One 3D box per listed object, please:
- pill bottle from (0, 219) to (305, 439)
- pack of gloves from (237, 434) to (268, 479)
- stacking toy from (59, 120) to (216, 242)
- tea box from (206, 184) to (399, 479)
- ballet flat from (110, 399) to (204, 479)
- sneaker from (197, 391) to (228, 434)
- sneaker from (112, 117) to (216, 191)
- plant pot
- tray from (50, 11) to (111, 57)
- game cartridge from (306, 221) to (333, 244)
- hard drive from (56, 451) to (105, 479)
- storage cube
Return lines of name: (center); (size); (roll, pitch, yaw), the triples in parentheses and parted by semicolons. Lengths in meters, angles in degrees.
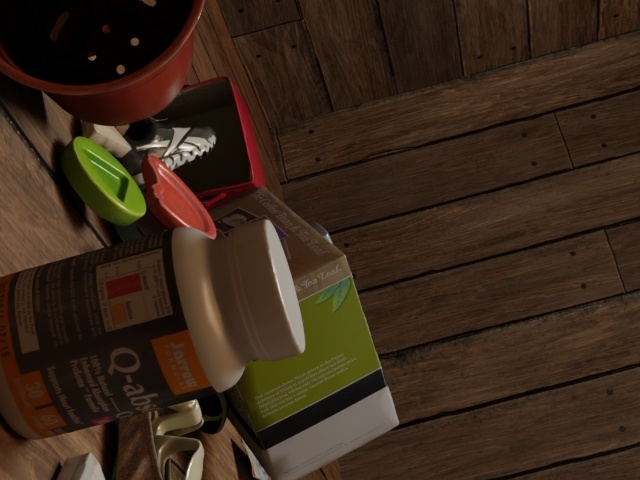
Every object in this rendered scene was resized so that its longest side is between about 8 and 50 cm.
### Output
pill bottle: (-0.165, 0.079, 1.148); (0.162, 0.278, 0.162); (-15, 90, -85)
pack of gloves: (-0.113, 0.475, 2.247); (0.232, 0.046, 0.195); (73, -8, -69)
stacking toy: (-0.271, -0.019, 1.646); (0.279, 0.130, 0.309); (45, 13, -21)
tea box: (-0.077, 0.137, 1.880); (0.329, 0.220, 0.323); (40, -29, 59)
ballet flat: (-0.190, 0.238, 1.442); (0.316, 0.106, 0.107); (-101, 174, -49)
sneaker: (-0.203, 0.216, 1.761); (0.097, 0.084, 0.234); (-56, 147, -37)
sneaker: (-0.245, -0.155, 1.894); (0.234, 0.078, 0.106); (-38, 106, -53)
plant pot: (-0.257, -0.261, 1.422); (0.265, 0.272, 0.272); (97, -21, -80)
tray: (-0.348, -0.381, 1.773); (0.411, 0.076, 0.202); (-86, 161, -75)
game cartridge: (0.000, 0.000, 1.840); (0.056, 0.017, 0.083); (62, -12, -22)
hard drive: (-0.220, 0.351, 1.113); (0.307, 0.040, 0.203); (-92, 166, -75)
storage cube: (-0.205, -0.151, 2.097); (0.193, 0.184, 0.215); (56, 19, -80)
